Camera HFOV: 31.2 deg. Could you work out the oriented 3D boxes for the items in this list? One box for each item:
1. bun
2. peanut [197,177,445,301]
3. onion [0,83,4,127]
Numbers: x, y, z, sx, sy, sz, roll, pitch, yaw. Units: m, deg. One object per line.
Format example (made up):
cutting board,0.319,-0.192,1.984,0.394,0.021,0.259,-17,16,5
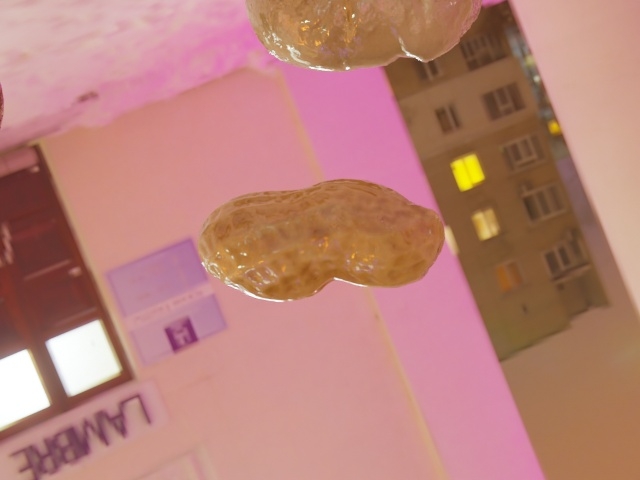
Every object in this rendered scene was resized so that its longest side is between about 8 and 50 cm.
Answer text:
bun,0.055,-0.388,1.645,0.365,0.219,0.365,-10,-150,6
peanut,0.000,0.000,1.418,0.306,0.147,0.147,-9,-175,7
onion,-0.624,-0.205,1.748,0.276,0.276,0.276,-22,-176,2
